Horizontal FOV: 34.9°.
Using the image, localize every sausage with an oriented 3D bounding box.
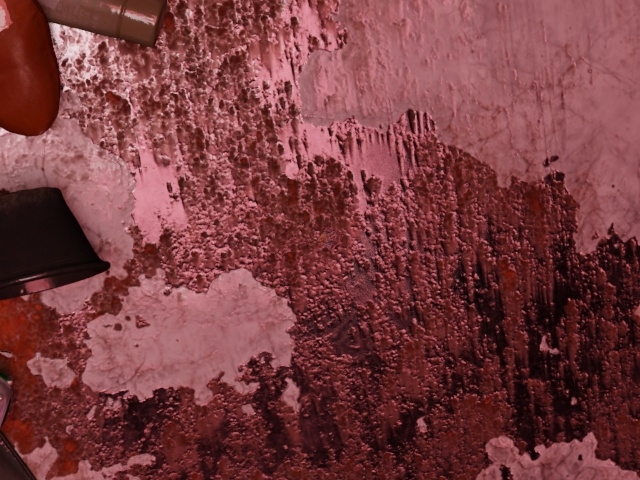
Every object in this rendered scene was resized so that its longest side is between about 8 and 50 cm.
[{"bbox_3d":[-0.457,-0.273,1.513,0.133,0.133,0.258,-10,126,-10],"label":"sausage"}]

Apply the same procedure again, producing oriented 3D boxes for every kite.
[{"bbox_3d":[0.003,0.005,1.767,0.078,0.002,0.044,-35,108,-4],"label":"kite"}]

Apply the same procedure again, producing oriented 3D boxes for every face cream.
[{"bbox_3d":[-0.408,-0.384,1.549,0.341,0.084,0.137,16,101,-8],"label":"face cream"}]

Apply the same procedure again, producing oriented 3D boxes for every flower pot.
[{"bbox_3d":[-0.456,0.003,1.571,0.235,0.235,0.148,-14,87,-9],"label":"flower pot"}]

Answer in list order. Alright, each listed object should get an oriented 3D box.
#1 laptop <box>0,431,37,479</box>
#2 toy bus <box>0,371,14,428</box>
[{"bbox_3d":[-0.592,0.418,1.727,0.187,0.015,0.269,-31,108,-4],"label":"laptop"},{"bbox_3d":[-0.647,0.252,1.600,0.305,0.143,0.179,22,94,-11],"label":"toy bus"}]
